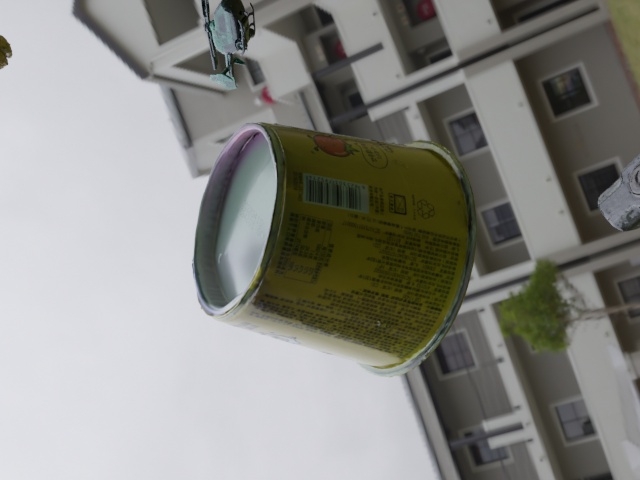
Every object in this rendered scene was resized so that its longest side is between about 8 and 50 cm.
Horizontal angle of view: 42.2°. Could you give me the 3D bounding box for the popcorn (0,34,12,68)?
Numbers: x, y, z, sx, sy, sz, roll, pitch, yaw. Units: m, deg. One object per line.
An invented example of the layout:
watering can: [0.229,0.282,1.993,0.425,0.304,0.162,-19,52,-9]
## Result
popcorn: [-0.593,-0.333,1.481,0.084,0.084,0.084,52,-154,-39]

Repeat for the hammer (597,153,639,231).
hammer: [0.429,-0.069,0.800,0.365,0.111,0.043,-7,-120,-30]

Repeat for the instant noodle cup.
instant noodle cup: [0.000,0.000,1.055,0.254,0.325,0.325,12,-127,-28]

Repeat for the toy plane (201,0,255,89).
toy plane: [-0.171,-0.366,1.519,0.235,0.096,0.060,90,-164,-50]
